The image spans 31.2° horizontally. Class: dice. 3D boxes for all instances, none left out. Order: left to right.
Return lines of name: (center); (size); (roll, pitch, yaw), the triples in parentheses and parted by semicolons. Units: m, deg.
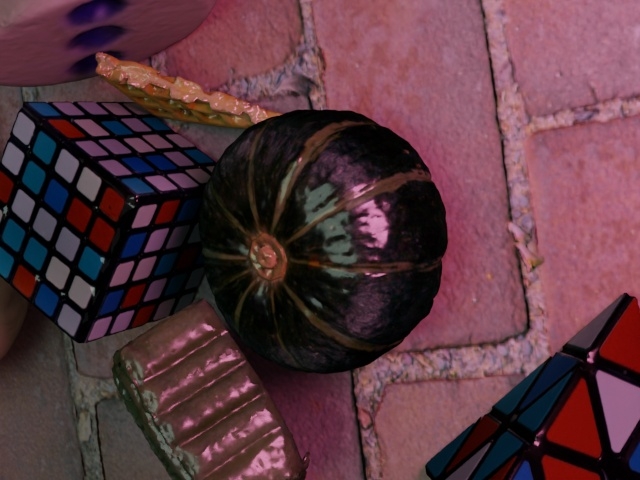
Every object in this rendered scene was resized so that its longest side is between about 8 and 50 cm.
dice: (-0.270, -0.308, 1.170); (0.259, 0.251, 0.243); (-26, 80, 32)

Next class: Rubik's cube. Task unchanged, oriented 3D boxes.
Rubik's cube: (-0.226, -0.026, 1.215); (0.187, 0.184, 0.182); (37, 114, 24)
Rubik's cube: (0.210, 0.147, 0.980); (0.284, 0.250, 0.234); (23, 89, 33)

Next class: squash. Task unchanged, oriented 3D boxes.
squash: (0.000, 0.000, 1.086); (0.252, 0.165, 0.252); (9, 105, 35)

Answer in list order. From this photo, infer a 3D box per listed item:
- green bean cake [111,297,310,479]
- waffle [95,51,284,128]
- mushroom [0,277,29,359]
green bean cake: (-0.112, 0.187, 1.154); (0.125, 0.227, 0.222); (-34, 80, -13)
waffle: (-0.126, -0.152, 1.177); (0.191, 0.125, 0.032); (10, 74, 33)
mushroom: (-0.477, 0.048, 1.354); (0.315, 0.315, 0.356); (-69, 28, 19)
